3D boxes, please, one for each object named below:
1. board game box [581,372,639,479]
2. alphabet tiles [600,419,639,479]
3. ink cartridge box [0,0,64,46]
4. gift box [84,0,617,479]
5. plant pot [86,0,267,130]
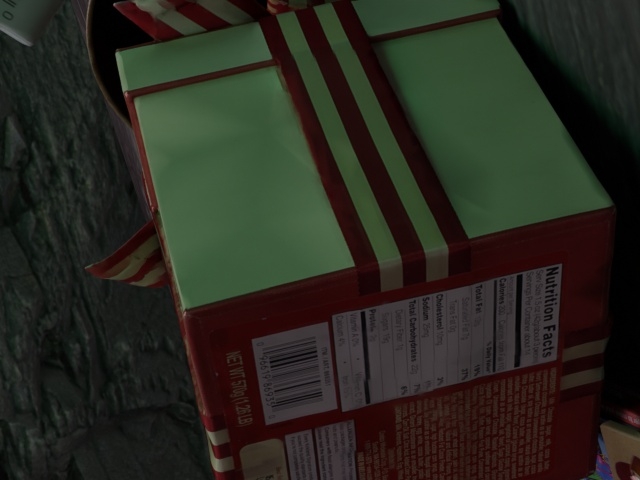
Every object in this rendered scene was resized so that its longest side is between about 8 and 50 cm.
[{"bbox_3d":[0.193,0.154,0.804,0.281,0.027,0.145,-161,51,-73],"label":"board game box"},{"bbox_3d":[0.249,0.220,0.634,0.285,0.011,0.343,15,125,64],"label":"alphabet tiles"},{"bbox_3d":[-0.215,-0.346,1.114,0.091,0.308,0.385,31,-173,-28],"label":"ink cartridge box"},{"bbox_3d":[0.000,0.000,0.778,0.258,0.276,0.255,-108,13,-47],"label":"gift box"},{"bbox_3d":[-0.051,-0.199,0.931,0.230,0.215,0.215,-100,0,-51],"label":"plant pot"}]
